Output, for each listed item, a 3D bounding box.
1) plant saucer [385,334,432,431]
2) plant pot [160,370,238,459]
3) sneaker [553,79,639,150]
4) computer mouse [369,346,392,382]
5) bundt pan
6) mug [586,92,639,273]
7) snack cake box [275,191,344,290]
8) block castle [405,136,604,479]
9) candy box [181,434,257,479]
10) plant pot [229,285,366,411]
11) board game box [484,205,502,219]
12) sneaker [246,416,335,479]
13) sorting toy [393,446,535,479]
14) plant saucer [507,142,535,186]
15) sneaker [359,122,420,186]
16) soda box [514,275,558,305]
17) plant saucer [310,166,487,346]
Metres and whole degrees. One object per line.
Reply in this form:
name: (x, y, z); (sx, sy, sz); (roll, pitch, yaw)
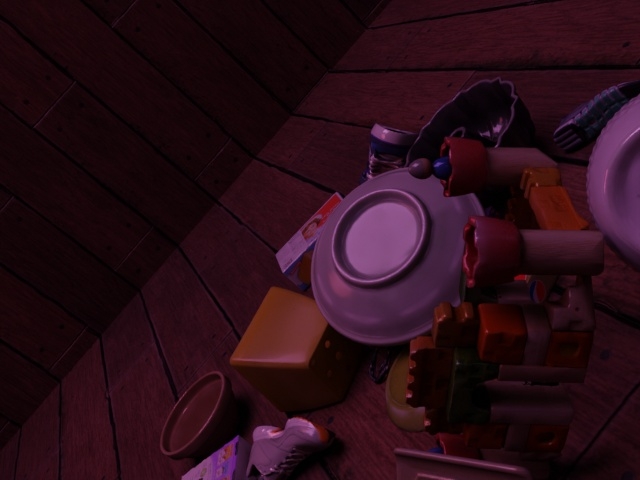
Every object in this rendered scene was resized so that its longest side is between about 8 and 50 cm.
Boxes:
plant saucer: (0.205, 0.245, 1.383); (0.241, 0.037, 0.241); (-39, 25, 22)
plant pot: (-0.283, 0.455, 1.834); (0.237, 0.109, 0.237); (-39, 23, 20)
sneaker: (0.576, -0.276, 1.500); (0.223, 0.083, 0.098); (-30, 23, 39)
computer mouse: (0.172, 0.187, 1.508); (0.071, 0.041, 0.242); (37, 100, 47)
bundt pan: (0.345, -0.199, 1.655); (0.331, 0.124, 0.331); (-41, 27, 26)
mug: (0.498, -0.032, 0.893); (0.276, 0.374, 0.328); (-40, -17, 31)
snack cake box: (0.000, 0.000, 2.089); (0.264, 0.089, 0.152); (-45, 20, 6)
block castle: (0.218, 0.112, 1.037); (0.212, 0.453, 0.303); (1, 33, 0)
candy box: (-0.231, 0.555, 1.627); (0.196, 0.070, 0.165); (-39, 24, 20)
plant pot: (-0.030, 0.246, 1.611); (0.187, 0.212, 0.212); (-1, 49, 42)
board game box: (0.232, 0.054, 1.636); (0.346, 0.056, 0.208); (-20, 39, 49)
sneaker: (-0.064, 0.440, 1.501); (0.262, 0.099, 0.121); (-32, 34, 51)
sorting toy: (0.158, 0.395, 0.992); (0.307, 0.041, 0.229); (-5, 89, 44)
plant saucer: (0.416, -0.177, 1.698); (0.168, 0.029, 0.168); (-39, 23, 20)
sneaker: (0.171, -0.174, 1.913); (0.323, 0.130, 0.236); (-57, -19, -82)
soda box: (0.350, 0.113, 1.303); (0.181, 0.058, 0.061); (-57, 23, -20)
plant saucer: (0.134, 0.010, 1.479); (0.400, 0.100, 0.401); (-16, 57, 27)
